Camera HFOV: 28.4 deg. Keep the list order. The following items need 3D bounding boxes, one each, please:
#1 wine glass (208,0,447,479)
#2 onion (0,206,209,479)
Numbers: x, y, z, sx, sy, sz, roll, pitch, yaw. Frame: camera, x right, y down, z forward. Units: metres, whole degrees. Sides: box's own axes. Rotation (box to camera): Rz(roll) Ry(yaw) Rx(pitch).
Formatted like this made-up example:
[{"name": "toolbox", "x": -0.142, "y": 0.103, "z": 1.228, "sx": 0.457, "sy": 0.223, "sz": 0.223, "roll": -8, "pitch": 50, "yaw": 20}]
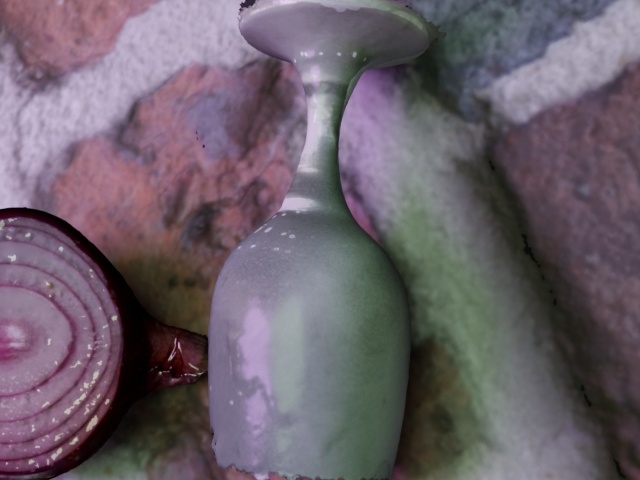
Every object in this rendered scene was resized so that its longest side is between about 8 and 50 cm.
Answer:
[{"name": "wine glass", "x": 0.000, "y": 0.000, "z": 0.828, "sx": 0.143, "sy": 0.143, "sz": 0.321, "roll": 1, "pitch": 77, "yaw": 24}, {"name": "onion", "x": -0.181, "y": 0.077, "z": 0.899, "sx": 0.218, "sy": 0.140, "sz": 0.195, "roll": 0, "pitch": 82, "yaw": -12}]
